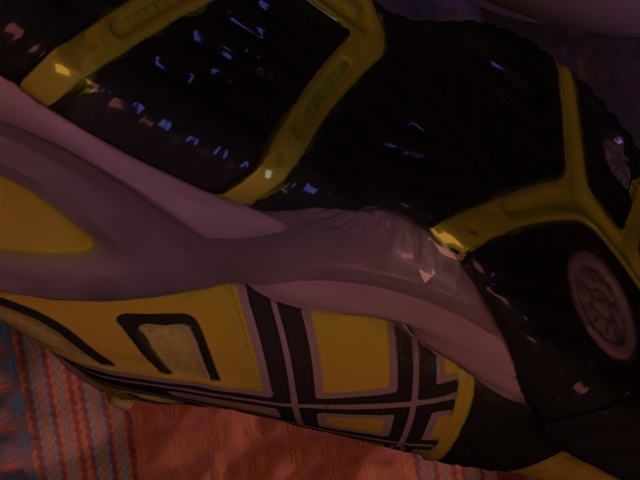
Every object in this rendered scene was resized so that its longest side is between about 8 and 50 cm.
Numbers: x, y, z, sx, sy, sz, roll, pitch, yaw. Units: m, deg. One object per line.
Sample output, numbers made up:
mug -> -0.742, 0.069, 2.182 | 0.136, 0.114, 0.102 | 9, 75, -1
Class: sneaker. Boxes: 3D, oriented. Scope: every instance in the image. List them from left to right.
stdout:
sneaker -> 0.000, 0.000, 0.506 | 0.384, 0.145, 0.147 | 31, 134, -34

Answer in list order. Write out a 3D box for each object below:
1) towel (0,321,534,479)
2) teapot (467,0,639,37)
towel -> -0.053, 0.104, 0.578 | 0.370, 0.040, 0.272 | -12, 103, -16
teapot -> 0.081, -0.168, 0.507 | 0.252, 0.187, 0.256 | -16, 77, -34
